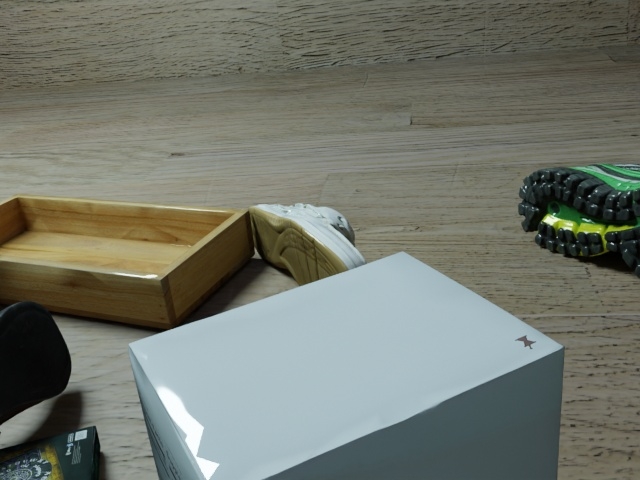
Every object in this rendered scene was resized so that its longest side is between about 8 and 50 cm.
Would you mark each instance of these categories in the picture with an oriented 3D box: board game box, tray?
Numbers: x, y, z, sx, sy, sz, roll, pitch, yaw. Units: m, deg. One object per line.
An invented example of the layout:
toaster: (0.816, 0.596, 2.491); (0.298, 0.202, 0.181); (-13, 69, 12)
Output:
board game box: (-0.230, 0.200, 0.526); (0.126, 0.026, 0.186); (-11, 13, -13)
tray: (-0.317, 0.016, 0.951); (0.410, 0.076, 0.203); (4, 26, 24)

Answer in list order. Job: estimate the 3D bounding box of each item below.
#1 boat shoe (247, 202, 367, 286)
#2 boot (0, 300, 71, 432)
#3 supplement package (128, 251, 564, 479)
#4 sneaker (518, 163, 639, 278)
boat shoe: (0.000, 0.000, 0.878); (0.096, 0.098, 0.277); (-17, 25, -22)
boot: (-0.379, 0.168, 0.620); (0.280, 0.096, 0.264); (-22, 21, 10)
supplement package: (0.015, 0.145, 0.419); (0.194, 0.203, 0.149); (-16, 26, -23)
sneaker: (0.397, -0.033, 0.813); (0.146, 0.134, 0.343); (-18, 26, -26)
